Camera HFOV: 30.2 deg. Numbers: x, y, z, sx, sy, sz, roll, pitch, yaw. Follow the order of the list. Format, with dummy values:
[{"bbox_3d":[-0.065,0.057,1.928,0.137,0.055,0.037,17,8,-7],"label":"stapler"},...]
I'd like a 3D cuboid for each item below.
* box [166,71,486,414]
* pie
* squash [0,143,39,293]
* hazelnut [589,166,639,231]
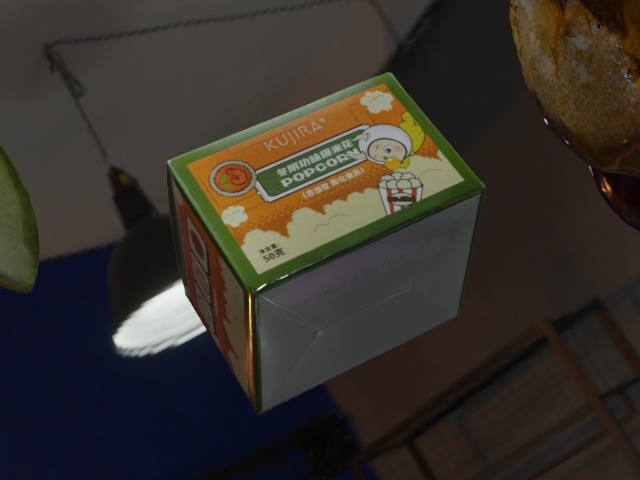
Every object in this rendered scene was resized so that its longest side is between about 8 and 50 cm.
[{"bbox_3d":[0.000,0.000,0.920,0.195,0.148,0.177,-24,-33,-17],"label":"box"},{"bbox_3d":[0.197,-0.158,0.766,0.069,0.273,0.273,-21,-19,-24],"label":"pie"},{"bbox_3d":[-0.321,-0.081,0.870,0.289,0.111,0.203,21,-27,-15],"label":"squash"},{"bbox_3d":[0.282,-0.091,0.912,0.204,0.178,0.178,-43,-8,-33],"label":"hazelnut"}]
